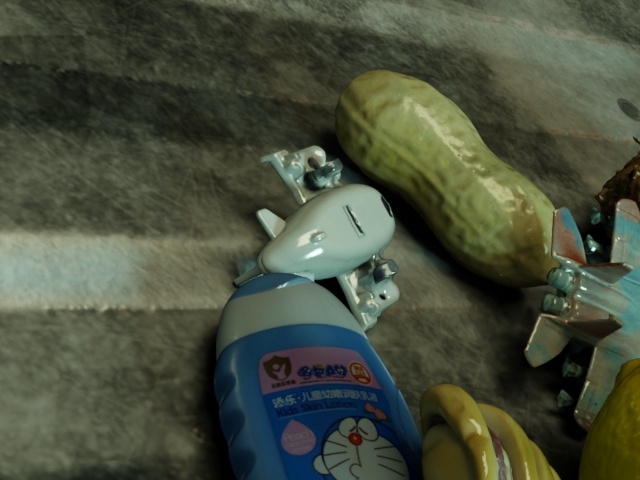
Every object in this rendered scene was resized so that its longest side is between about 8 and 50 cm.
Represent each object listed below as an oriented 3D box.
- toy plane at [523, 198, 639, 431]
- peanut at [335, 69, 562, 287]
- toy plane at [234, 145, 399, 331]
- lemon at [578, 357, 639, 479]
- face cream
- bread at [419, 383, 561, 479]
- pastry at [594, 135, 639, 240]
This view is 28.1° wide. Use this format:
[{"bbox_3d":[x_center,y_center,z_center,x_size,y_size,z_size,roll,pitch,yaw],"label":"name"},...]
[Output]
[{"bbox_3d":[0.313,0.093,1.219,0.326,0.104,0.223,28,69,-40],"label":"toy plane"},{"bbox_3d":[0.128,-0.057,1.241,0.274,0.111,0.125,46,21,7],"label":"peanut"},{"bbox_3d":[0.002,-0.001,1.088,0.174,0.080,0.174,27,48,-35],"label":"toy plane"},{"bbox_3d":[0.329,0.205,1.008,0.233,0.233,0.288,-5,48,-44],"label":"lemon"},{"bbox_3d":[-0.001,0.131,0.928,0.149,0.083,0.264,4,46,-28],"label":"face cream"},{"bbox_3d":[0.134,0.198,0.900,0.225,0.081,0.134,54,26,-48],"label":"bread"},{"bbox_3d":[0.430,-0.021,1.355,0.275,0.193,0.275,33,15,-10],"label":"pastry"}]
